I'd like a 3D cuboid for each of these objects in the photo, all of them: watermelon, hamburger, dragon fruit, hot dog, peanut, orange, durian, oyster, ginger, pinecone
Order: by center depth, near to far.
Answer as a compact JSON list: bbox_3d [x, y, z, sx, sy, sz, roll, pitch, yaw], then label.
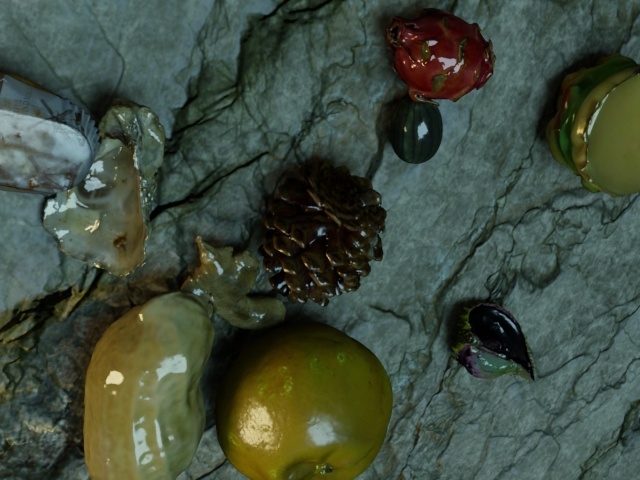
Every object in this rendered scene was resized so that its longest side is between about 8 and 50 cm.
[{"bbox_3d":[-0.387,-0.129,1.271,0.268,0.075,0.144,16,108,-23],"label":"hot dog"},{"bbox_3d":[-0.255,-0.071,1.394,0.107,0.162,0.232,-45,154,-63],"label":"oyster"},{"bbox_3d":[0.162,-0.256,1.543,0.166,0.136,0.133,19,106,-28],"label":"dragon fruit"},{"bbox_3d":[-0.249,0.227,1.558,0.174,0.158,0.339,9,116,9],"label":"peanut"},{"bbox_3d":[0.001,0.002,1.573,0.186,0.169,0.212,11,110,-43],"label":"pinecone"},{"bbox_3d":[-0.118,0.073,1.615,0.214,0.059,0.133,20,111,-39],"label":"ginger"},{"bbox_3d":[0.141,-0.164,1.624,0.078,0.078,0.110,-18,126,-23],"label":"watermelon"},{"bbox_3d":[-0.024,0.262,1.676,0.279,0.235,0.279,-18,135,-19],"label":"orange"},{"bbox_3d":[0.469,-0.187,1.780,0.237,0.149,0.237,-11,116,-23],"label":"hamburger"},{"bbox_3d":[0.282,0.179,1.945,0.187,0.119,0.108,30,138,-31],"label":"durian"}]
